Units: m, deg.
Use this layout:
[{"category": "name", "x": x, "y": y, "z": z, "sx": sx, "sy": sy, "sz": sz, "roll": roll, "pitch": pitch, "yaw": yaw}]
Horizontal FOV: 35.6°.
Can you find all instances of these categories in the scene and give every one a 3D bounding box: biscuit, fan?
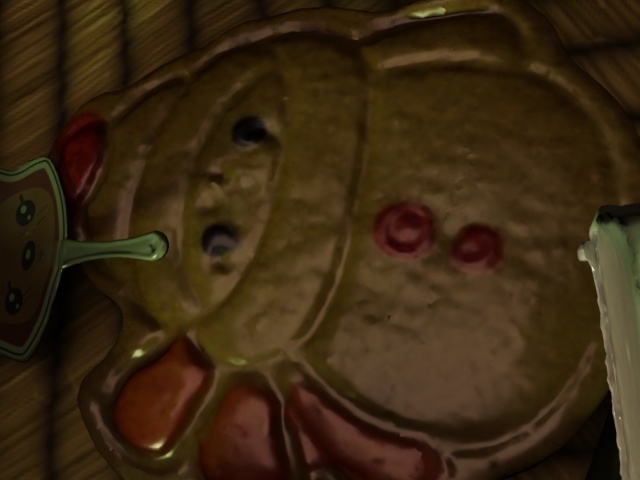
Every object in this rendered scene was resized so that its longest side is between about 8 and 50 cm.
[{"category": "biscuit", "x": 0.000, "y": 0.000, "z": 0.607, "sx": 0.381, "sy": 0.074, "sz": 0.358, "roll": 13, "pitch": 73, "yaw": 13}, {"category": "fan", "x": -0.175, "y": 0.010, "z": 0.619, "sx": 0.220, "sy": 0.009, "sz": 0.132, "roll": -4, "pitch": 78, "yaw": 36}]

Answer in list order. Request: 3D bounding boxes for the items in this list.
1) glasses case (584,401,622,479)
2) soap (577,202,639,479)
[{"category": "glasses case", "x": 0.190, "y": 0.065, "z": 0.536, "sx": 0.042, "sy": 0.072, "sz": 0.190, "roll": 20, "pitch": 77, "yaw": 11}, {"category": "soap", "x": 0.275, "y": 0.109, "z": 0.422, "sx": 0.286, "sy": 0.107, "sz": 0.296, "roll": -7, "pitch": 92, "yaw": 3}]
